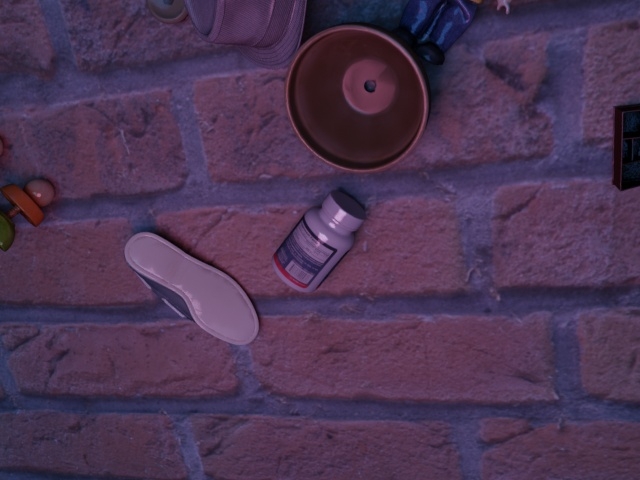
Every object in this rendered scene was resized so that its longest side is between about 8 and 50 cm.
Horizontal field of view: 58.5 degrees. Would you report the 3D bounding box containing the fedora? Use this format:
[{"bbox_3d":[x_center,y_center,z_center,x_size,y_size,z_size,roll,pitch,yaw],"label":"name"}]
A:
[{"bbox_3d":[-0.135,-0.397,0.874,0.244,0.124,0.275,37,132,35],"label":"fedora"}]

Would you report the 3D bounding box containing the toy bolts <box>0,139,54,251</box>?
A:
[{"bbox_3d":[-0.686,-0.109,1.202,0.228,0.158,0.218,51,154,-18],"label":"toy bolts"}]

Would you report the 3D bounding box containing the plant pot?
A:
[{"bbox_3d":[0.069,-0.239,0.933,0.238,0.109,0.237,11,125,17],"label":"plant pot"}]

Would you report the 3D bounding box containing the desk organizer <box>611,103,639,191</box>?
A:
[{"bbox_3d":[0.492,-0.146,0.904,0.047,0.050,0.130,-3,109,16],"label":"desk organizer"}]

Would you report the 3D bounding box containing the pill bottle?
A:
[{"bbox_3d":[0.000,0.000,1.053,0.108,0.108,0.180,38,114,-2],"label":"pill bottle"}]

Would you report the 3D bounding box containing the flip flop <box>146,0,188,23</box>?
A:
[{"bbox_3d":[-0.257,-0.505,0.944,0.112,0.080,0.277,13,113,9],"label":"flip flop"}]

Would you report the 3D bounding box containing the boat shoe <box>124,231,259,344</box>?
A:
[{"bbox_3d":[-0.265,0.102,1.184,0.319,0.116,0.099,38,158,-9],"label":"boat shoe"}]

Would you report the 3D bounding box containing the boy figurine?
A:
[{"bbox_3d":[0.222,-0.407,0.855,0.177,0.092,0.285,34,118,3],"label":"boy figurine"}]
